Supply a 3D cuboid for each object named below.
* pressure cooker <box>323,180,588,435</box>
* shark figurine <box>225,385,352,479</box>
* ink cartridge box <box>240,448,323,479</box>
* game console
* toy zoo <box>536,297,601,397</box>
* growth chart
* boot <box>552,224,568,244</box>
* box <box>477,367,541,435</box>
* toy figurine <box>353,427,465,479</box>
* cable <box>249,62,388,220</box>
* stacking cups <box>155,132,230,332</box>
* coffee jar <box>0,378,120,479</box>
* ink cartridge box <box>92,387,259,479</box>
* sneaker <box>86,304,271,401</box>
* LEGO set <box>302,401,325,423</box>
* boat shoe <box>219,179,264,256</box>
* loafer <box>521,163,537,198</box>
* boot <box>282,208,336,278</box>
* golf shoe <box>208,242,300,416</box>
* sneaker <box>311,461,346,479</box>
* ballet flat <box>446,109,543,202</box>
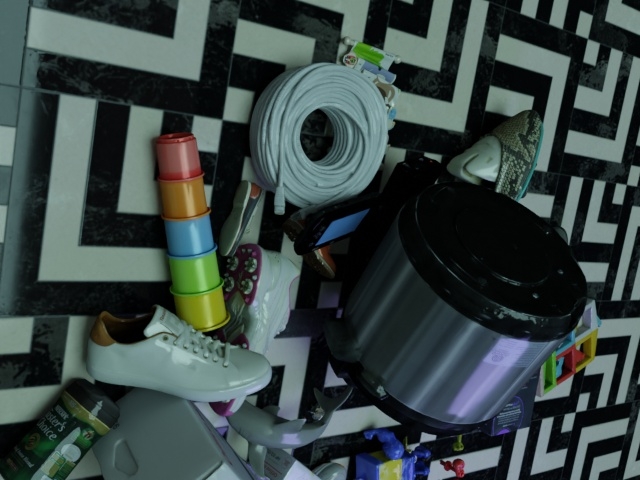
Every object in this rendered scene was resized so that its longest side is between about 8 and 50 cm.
[{"bbox_3d":[0.229,0.149,1.449,0.375,0.370,0.420,-45,166,-52],"label":"pressure cooker"},{"bbox_3d":[-0.042,0.334,1.444,0.278,0.116,0.166,3,57,-35],"label":"shark figurine"},{"bbox_3d":[-0.064,0.446,1.506,0.061,0.104,0.181,-54,130,-15],"label":"ink cartridge box"},{"bbox_3d":[0.080,-0.038,1.433,0.361,0.044,0.213,-20,144,-47],"label":"game console"},{"bbox_3d":[0.675,0.279,2.131,0.293,0.030,0.192,-22,116,-33],"label":"toy zoo"},{"bbox_3d":[0.087,-0.254,1.489,0.172,0.021,0.237,1,104,-39],"label":"growth chart"},{"bbox_3d":[0.582,0.098,1.972,0.161,0.083,0.246,-31,122,-37],"label":"boot"},{"bbox_3d":[0.414,0.298,1.840,0.165,0.143,0.270,1,101,-42],"label":"box"},{"bbox_3d":[0.163,0.480,1.662,0.217,0.191,0.362,-9,107,-33],"label":"toy figurine"},{"bbox_3d":[0.000,-0.181,1.375,0.257,0.089,0.257,-16,108,-29],"label":"cable"},{"bbox_3d":[-0.211,-0.011,1.257,0.096,0.096,0.316,-20,115,-35],"label":"stacking cups"},{"bbox_3d":[-0.394,0.302,1.193,0.184,0.096,0.079,-50,129,-19],"label":"coffee jar"},{"bbox_3d":[-0.176,0.438,1.274,0.166,0.285,0.395,-38,125,-11],"label":"ink cartridge box"},{"bbox_3d":[-0.213,0.170,1.215,0.290,0.106,0.123,7,117,-9],"label":"sneaker"},{"bbox_3d":[-0.016,0.350,1.580,0.083,0.023,0.054,-18,112,-21],"label":"LEGO set"},{"bbox_3d":[-0.135,-0.035,1.349,0.043,0.049,0.137,23,82,-44],"label":"boat shoe"},{"bbox_3d":[0.467,-0.174,1.804,0.062,0.061,0.170,-22,117,-35],"label":"loafer"},{"bbox_3d":[0.000,0.000,1.466,0.084,0.059,0.158,-48,127,-25],"label":"boot"},{"bbox_3d":[-0.113,0.162,1.381,0.140,0.115,0.306,11,96,-46],"label":"golf shoe"},{"bbox_3d":[-0.009,0.579,1.581,0.099,0.121,0.262,43,74,-40],"label":"sneaker"},{"bbox_3d":[0.329,-0.068,1.672,0.182,0.164,0.483,16,94,-22],"label":"ballet flat"}]
